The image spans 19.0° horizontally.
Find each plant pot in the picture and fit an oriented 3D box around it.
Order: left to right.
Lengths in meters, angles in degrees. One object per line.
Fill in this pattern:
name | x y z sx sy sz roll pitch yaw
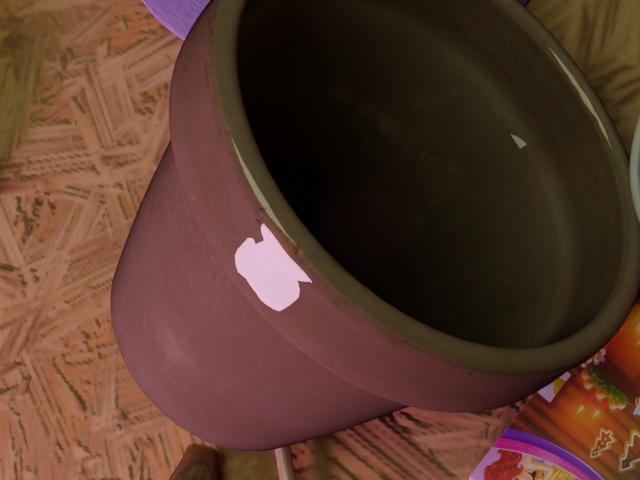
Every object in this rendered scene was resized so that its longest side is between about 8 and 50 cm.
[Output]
plant pot | 0.000 0.000 1.021 0.229 0.263 0.263 -41 59 44

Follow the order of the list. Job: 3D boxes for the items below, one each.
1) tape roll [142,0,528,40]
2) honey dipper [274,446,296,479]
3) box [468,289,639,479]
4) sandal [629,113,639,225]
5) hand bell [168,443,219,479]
tape roll | 0.011 -0.224 1.158 0.275 0.090 0.274 -7 75 27
honey dipper | -0.020 0.130 1.121 0.030 0.030 0.160 -19 73 22
box | 0.244 0.135 0.961 0.293 0.057 0.201 40 98 30
sandal | 0.309 -0.147 0.947 0.416 0.102 0.169 -43 59 1
hand bell | -0.098 0.235 1.108 0.126 0.126 0.242 1 65 28
